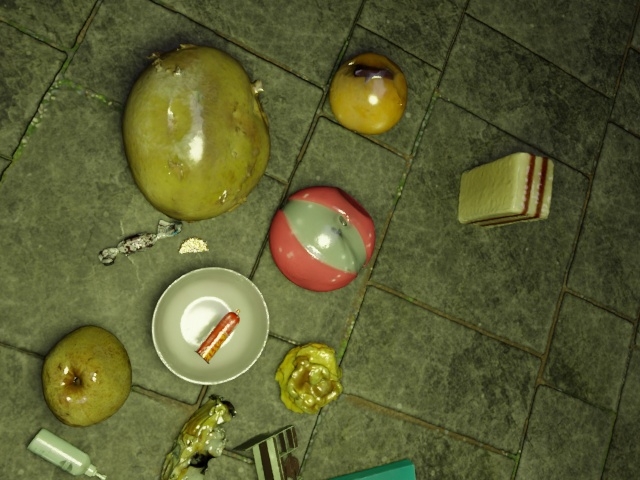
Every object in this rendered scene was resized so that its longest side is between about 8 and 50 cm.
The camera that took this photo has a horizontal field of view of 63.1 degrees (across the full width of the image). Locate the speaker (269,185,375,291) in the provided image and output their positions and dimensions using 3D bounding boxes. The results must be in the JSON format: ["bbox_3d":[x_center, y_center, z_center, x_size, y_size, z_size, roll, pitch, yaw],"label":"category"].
[{"bbox_3d":[0.000,0.000,1.440,0.295,0.294,0.293,2,83,-17],"label":"speaker"}]

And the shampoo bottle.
[{"bbox_3d":[-0.600,0.524,1.251,0.195,0.056,0.056,35,75,-10],"label":"shampoo bottle"}]

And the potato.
[{"bbox_3d":[-0.299,-0.277,1.313,0.386,0.319,0.441,-4,87,-17],"label":"potato"}]

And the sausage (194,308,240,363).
[{"bbox_3d":[-0.239,0.226,1.256,0.050,0.048,0.145,43,71,-14],"label":"sausage"}]

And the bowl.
[{"bbox_3d":[-0.284,0.215,1.340,0.287,0.144,0.286,2,83,-17],"label":"bowl"}]

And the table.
[{"bbox_3d":[-0.135,0.590,1.379,0.175,0.063,0.146,-8,85,-50],"label":"table"}]

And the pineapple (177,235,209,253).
[{"bbox_3d":[-0.345,0.012,1.413,0.083,0.019,0.045,-7,91,-19],"label":"pineapple"}]

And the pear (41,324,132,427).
[{"bbox_3d":[-0.541,0.313,1.212,0.189,0.211,0.228,-11,86,-16],"label":"pear"}]

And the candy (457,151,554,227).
[{"bbox_3d":[0.538,-0.141,1.552,0.135,0.321,0.179,10,85,-13],"label":"candy"}]

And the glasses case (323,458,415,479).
[{"bbox_3d":[0.119,0.700,1.451,0.301,0.070,0.117,-5,91,-20],"label":"glasses case"}]

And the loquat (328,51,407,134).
[{"bbox_3d":[0.137,-0.421,1.507,0.235,0.235,0.234,2,83,-17],"label":"loquat"}]

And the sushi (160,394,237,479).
[{"bbox_3d":[-0.307,0.534,1.301,0.131,0.139,0.290,39,72,-17],"label":"sushi"}]

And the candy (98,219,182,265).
[{"bbox_3d":[-0.463,0.003,1.345,0.227,0.094,0.051,-26,109,-13],"label":"candy"}]

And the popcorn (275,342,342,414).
[{"bbox_3d":[-0.022,0.368,1.401,0.198,0.156,0.197,6,78,-29],"label":"popcorn"}]
